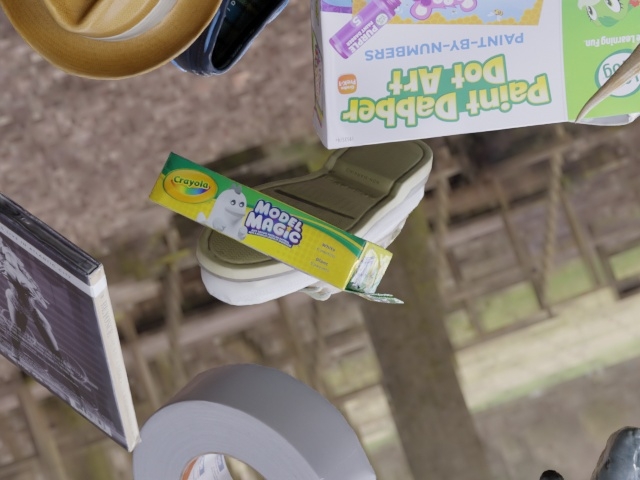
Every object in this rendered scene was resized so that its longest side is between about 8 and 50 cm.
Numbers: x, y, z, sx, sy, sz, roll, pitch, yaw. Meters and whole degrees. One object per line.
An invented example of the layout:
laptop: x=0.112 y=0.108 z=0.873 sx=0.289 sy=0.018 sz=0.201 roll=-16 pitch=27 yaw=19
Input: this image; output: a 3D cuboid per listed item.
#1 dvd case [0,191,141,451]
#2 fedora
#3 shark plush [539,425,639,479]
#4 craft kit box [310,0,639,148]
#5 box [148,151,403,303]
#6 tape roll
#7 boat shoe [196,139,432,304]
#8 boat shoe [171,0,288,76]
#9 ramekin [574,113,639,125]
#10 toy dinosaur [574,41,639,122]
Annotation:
dvd case: x=-0.198 y=0.042 z=1.223 sx=0.018 sy=0.164 sz=0.221 roll=-44 pitch=154 yaw=-25
fedora: x=-0.155 y=-0.204 z=1.219 sx=0.194 sy=0.194 sz=0.079 roll=-21 pitch=-174 yaw=16
shark plush: x=0.152 y=0.179 z=0.927 sx=0.073 sy=0.161 sz=0.067 roll=12 pitch=170 yaw=-12
craft kit box: x=0.113 y=-0.194 z=1.158 sx=0.249 sy=0.247 sz=0.061 roll=-8 pitch=-153 yaw=-8
box: x=-0.023 y=-0.004 z=1.257 sx=0.043 sy=0.179 sz=0.105 roll=-63 pitch=167 yaw=1
tape roll: x=-0.059 y=0.219 z=1.584 sx=0.219 sy=0.219 sz=0.072 roll=-24 pitch=-169 yaw=40
boat shoe: x=0.000 y=0.000 z=1.577 sx=0.302 sy=0.113 sz=0.103 roll=-30 pitch=140 yaw=-47
boat shoe: x=-0.032 y=-0.247 z=1.571 sx=0.109 sy=0.258 sz=0.089 roll=28 pitch=-176 yaw=-38
ramekin: x=0.221 y=-0.180 z=1.645 sx=0.207 sy=0.109 sz=0.207 roll=14 pitch=176 yaw=1
toy dinosaur: x=0.217 y=-0.144 z=1.037 sx=0.183 sy=0.093 sz=0.053 roll=-41 pitch=-140 yaw=-21
